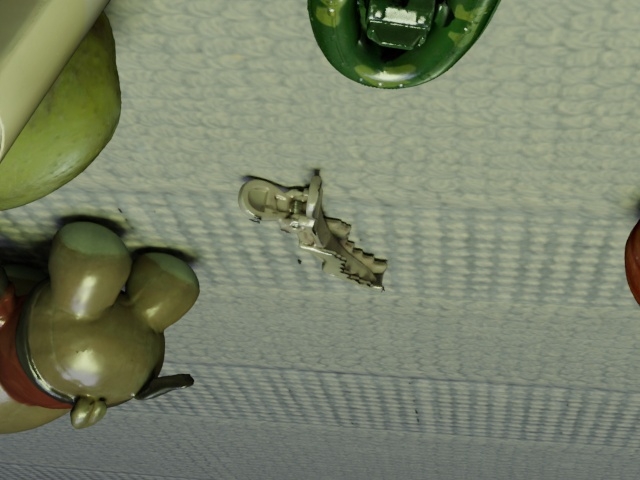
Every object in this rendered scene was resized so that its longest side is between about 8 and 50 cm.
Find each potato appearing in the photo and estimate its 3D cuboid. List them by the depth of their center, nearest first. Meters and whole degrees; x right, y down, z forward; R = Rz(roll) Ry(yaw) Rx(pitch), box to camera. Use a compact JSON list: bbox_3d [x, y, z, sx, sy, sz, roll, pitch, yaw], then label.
[{"bbox_3d":[-0.240,-0.093,0.739,0.251,0.159,0.174,-5,133,-4],"label":"potato"}]

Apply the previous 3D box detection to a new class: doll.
[{"bbox_3d":[-0.263,0.100,1.222,0.330,0.174,0.235,-15,157,41],"label":"doll"}]

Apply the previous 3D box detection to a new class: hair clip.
[{"bbox_3d":[0.000,0.000,1.079,0.072,0.034,0.226,2,161,20],"label":"hair clip"}]

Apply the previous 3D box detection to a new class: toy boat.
[{"bbox_3d":[0.048,-0.138,0.672,0.104,0.052,0.210,6,159,-7],"label":"toy boat"}]

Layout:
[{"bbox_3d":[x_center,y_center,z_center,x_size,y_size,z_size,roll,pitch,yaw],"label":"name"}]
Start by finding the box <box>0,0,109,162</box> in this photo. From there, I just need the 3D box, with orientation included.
[{"bbox_3d":[-0.124,-0.146,0.418,0.168,0.212,0.095,31,155,-6],"label":"box"}]

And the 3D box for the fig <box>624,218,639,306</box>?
[{"bbox_3d":[0.290,0.025,0.941,0.128,0.150,0.128,-7,125,-9],"label":"fig"}]
